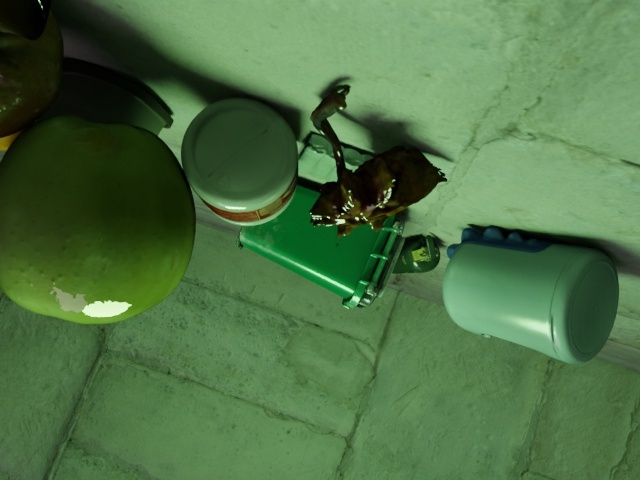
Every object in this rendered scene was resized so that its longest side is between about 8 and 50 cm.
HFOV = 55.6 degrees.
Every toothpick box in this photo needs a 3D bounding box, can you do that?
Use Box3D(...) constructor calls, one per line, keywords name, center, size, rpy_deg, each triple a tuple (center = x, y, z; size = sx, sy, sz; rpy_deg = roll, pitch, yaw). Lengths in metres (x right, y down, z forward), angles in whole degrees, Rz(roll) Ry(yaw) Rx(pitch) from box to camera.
Box3D(name="toothpick box", center=(0.423, 0.098, 1.319), size=(0.263, 0.262, 0.355), rpy_deg=(26, 170, -39))

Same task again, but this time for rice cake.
Box3D(name="rice cake", center=(0.039, -0.146, 1.207), size=(0.189, 0.037, 0.198), rpy_deg=(19, 171, 1))

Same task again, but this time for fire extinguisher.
Box3D(name="fire extinguisher", center=(0.264, 0.040, 1.738), size=(0.095, 0.114, 0.311), rpy_deg=(-19, -178, -13))

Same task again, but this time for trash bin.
Box3D(name="trash bin", center=(0.000, 0.000, 1.525), size=(0.381, 0.259, 0.295), rpy_deg=(22, 172, -1))
Box3D(name="trash bin", center=(-0.473, -0.208, 1.257), size=(0.219, 0.250, 0.220), rpy_deg=(26, 174, 14))

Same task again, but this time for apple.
Box3D(name="apple", center=(-0.379, -0.038, 1.038), size=(0.357, 0.357, 0.357), rpy_deg=(19, 172, 3))

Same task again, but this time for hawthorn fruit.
Box3D(name="hawthorn fruit", center=(-0.540, -0.284, 0.930), size=(0.268, 0.267, 0.301), rpy_deg=(24, 173, -27))

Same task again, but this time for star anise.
Box3D(name="star anise", center=(0.072, -0.112, 0.984), size=(0.238, 0.148, 0.346), rpy_deg=(-23, 145, 10))

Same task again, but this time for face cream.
Box3D(name="face cream", center=(-0.140, -0.137, 1.110), size=(0.201, 0.201, 0.187), rpy_deg=(19, 172, 1))

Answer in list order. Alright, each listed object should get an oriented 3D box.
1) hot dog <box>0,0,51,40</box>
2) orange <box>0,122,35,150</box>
Box3D(name="hot dog", center=(-0.428, -0.363, 0.666), size=(0.326, 0.107, 0.194), rpy_deg=(32, 158, -19))
Box3D(name="orange", center=(-0.662, -0.292, 1.202), size=(0.171, 0.240, 0.240), rpy_deg=(-4, 180, -19))
